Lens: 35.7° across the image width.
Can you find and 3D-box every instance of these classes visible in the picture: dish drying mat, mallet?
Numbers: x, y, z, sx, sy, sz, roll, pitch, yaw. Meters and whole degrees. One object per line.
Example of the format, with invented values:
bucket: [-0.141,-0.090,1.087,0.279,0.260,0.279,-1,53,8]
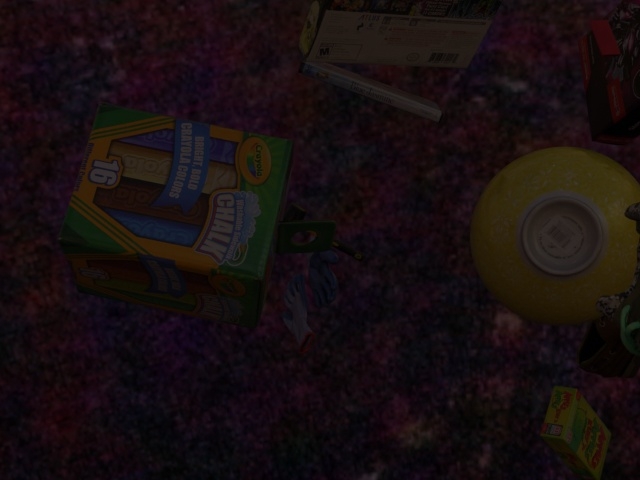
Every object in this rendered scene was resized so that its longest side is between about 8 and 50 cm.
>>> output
dish drying mat: [0.468,-0.333,1.635,0.032,0.008,0.083,-3,54,-5]
mallet: [0.000,0.000,1.915,0.062,0.189,0.039,-50,23,10]

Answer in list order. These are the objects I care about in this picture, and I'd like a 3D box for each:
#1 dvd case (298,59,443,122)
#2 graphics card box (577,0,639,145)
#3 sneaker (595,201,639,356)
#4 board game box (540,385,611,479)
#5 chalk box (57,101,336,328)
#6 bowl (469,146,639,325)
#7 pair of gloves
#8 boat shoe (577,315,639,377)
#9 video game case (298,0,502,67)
dvd case: [0.088,-0.264,1.722,0.253,0.022,0.180,19,14,-1]
graphics card box: [0.625,-0.356,1.857,0.094,0.233,0.371,4,-19,-18]
sneaker: [0.388,0.097,1.070,0.182,0.158,0.410,-16,43,41]
board game box: [0.436,0.329,1.685,0.043,0.181,0.092,1,58,38]
chalk box: [-0.129,-0.016,1.149,0.289,0.180,0.179,12,66,1]
bowl: [0.368,-0.008,1.517,0.289,0.289,0.156,-2,0,13]
pair of gloves: [-0.017,0.087,1.713,0.023,0.198,0.159,10,37,-26]
boat shoe: [0.527,0.140,1.743,0.104,0.307,0.111,2,42,0]
video game case: [0.110,-0.295,1.164,0.232,0.210,0.042,-3,51,-24]
